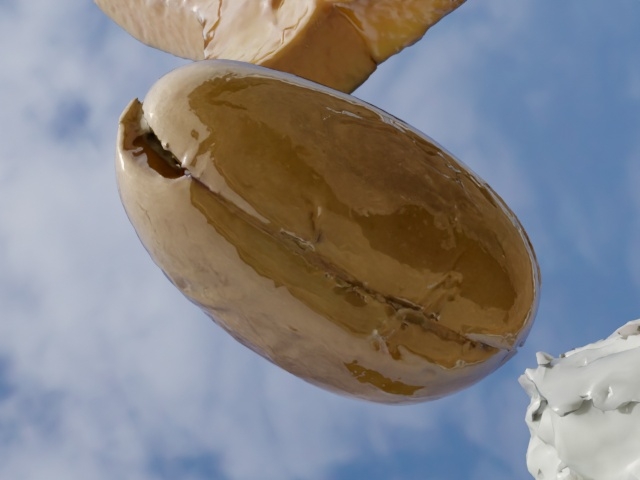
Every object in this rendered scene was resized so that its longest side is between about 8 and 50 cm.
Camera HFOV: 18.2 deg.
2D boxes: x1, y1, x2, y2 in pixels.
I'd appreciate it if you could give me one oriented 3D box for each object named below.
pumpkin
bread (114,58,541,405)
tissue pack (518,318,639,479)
[{"bbox_3d":[-0.010,-0.177,1.230,0.095,0.258,0.290,50,-176,-34],"label":"pumpkin"},{"bbox_3d":[0.000,0.000,0.800,0.189,0.114,0.077,30,-153,-5],"label":"bread"},{"bbox_3d":[0.248,0.085,0.547,0.344,0.242,0.125,12,-109,-42],"label":"tissue pack"}]
